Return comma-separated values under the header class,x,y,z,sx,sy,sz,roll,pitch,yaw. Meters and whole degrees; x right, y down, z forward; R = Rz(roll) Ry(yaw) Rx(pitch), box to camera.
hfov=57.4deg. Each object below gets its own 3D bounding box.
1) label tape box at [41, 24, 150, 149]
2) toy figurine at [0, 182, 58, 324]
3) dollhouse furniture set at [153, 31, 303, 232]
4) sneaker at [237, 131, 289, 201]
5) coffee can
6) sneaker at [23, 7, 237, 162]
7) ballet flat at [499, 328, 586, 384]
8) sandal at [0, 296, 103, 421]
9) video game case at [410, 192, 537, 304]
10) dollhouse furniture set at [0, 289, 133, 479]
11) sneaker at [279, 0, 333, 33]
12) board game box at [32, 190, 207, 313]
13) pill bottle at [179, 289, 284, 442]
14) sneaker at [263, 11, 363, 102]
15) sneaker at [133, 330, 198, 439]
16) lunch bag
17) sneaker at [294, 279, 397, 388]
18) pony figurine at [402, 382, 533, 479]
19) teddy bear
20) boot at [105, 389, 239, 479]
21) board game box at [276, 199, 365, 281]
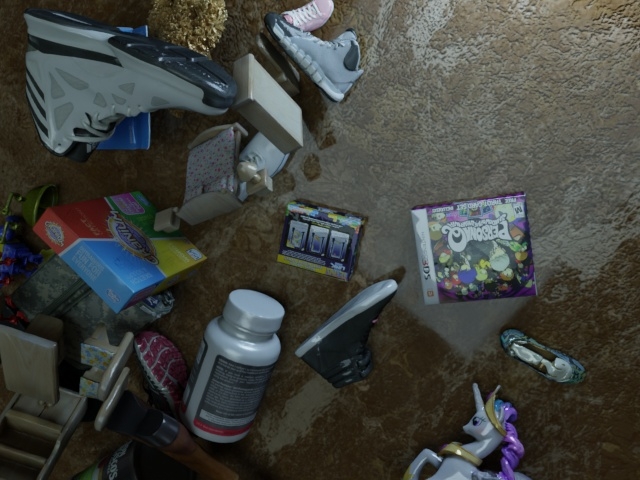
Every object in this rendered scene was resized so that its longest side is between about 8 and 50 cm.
class,x,y,z,sx,sy,sz,roll,pitch,yaw
label tape box,-0.496,-0.323,1.257,0.348,0.115,0.249,13,106,46
toy figurine,-0.806,0.011,1.452,0.217,0.191,0.362,18,103,17
dollhouse furniture set,-0.232,-0.224,1.195,0.356,0.174,0.303,-19,55,25
sneaker,-0.158,-0.153,1.284,0.094,0.091,0.258,43,108,4
coffee can,-0.481,0.620,1.461,0.275,0.201,0.201,-35,90,19
sneaker,-0.368,-0.253,1.101,0.448,0.169,0.257,23,113,17
ballet flat,0.456,0.250,1.205,0.188,0.070,0.070,26,106,9
sandal,-0.750,0.332,1.531,0.446,0.107,0.167,38,108,6
video game case,0.316,0.021,1.212,0.232,0.042,0.210,-7,100,16
dollhouse furniture set,-0.632,0.345,1.246,0.362,0.256,0.394,19,132,-3
sneaker,-0.037,-0.457,1.206,0.134,0.070,0.051,-29,90,17
board game box,-0.415,0.011,1.269,0.242,0.316,0.064,44,108,3
pill bottle,-0.195,0.280,1.331,0.176,0.176,0.318,24,106,10
sneaker,0.000,-0.400,1.181,0.132,0.086,0.229,-43,120,7
sneaker,-0.385,0.363,1.430,0.112,0.121,0.299,-25,94,22
lunch bag,-0.520,0.133,1.378,0.305,0.212,0.256,-36,92,17
sneaker,0.091,0.212,1.284,0.147,0.104,0.296,48,114,1
pony figurine,0.332,0.522,1.188,0.363,0.303,0.351,-45,61,5
teddy bear,-0.295,-0.432,1.216,0.245,0.113,0.337,5,79,24
boot,-0.351,0.466,1.373,0.264,0.096,0.280,-4,138,37
board game box,0.000,0.000,1.293,0.170,0.048,0.141,16,106,12
